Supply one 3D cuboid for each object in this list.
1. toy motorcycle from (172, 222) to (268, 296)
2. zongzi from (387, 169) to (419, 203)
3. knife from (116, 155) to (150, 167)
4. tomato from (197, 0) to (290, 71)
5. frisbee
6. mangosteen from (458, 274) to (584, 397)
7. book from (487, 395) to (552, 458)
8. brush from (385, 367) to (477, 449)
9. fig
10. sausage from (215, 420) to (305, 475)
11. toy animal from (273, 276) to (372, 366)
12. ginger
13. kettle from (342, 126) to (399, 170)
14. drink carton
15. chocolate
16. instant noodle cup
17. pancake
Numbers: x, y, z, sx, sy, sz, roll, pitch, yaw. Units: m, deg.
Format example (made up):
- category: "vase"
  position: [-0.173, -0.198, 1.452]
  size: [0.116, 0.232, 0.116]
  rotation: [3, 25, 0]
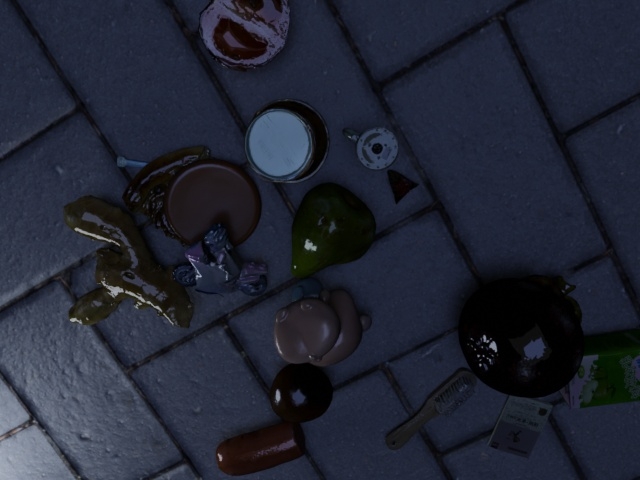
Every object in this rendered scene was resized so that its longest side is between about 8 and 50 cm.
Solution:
- category: "toy motorcycle"
  position: [-0.245, 0.049, 1.241]
  size: [0.239, 0.108, 0.204]
  rotation: [1, 122, -24]
- category: "zongzi"
  position: [0.214, -0.142, 1.237]
  size: [0.073, 0.067, 0.083]
  rotation: [-24, 119, -4]
- category: "knife"
  position: [-0.484, -0.201, 1.272]
  size: [0.096, 0.010, 0.027]
  rotation: [8, 102, -1]
- category: "tomato"
  position: [-0.169, -0.508, 1.136]
  size: [0.199, 0.112, 0.228]
  rotation: [29, 102, -11]
- category: "frisbee"
  position: [-0.278, -0.086, 1.256]
  size: [0.251, 0.021, 0.251]
  rotation: [-3, 111, -8]
- category: "mangosteen"
  position: [0.494, 0.233, 1.197]
  size: [0.297, 0.313, 0.297]
  rotation: [2, 93, 39]
- category: "book"
  position: [0.564, 0.525, 1.378]
  size: [0.127, 0.014, 0.181]
  rotation: [18, 102, -2]
- category: "brush"
  position: [0.309, 0.487, 1.360]
  size: [0.070, 0.065, 0.327]
  rotation: [43, 102, -9]
- category: "fig"
  position: [0.000, 0.000, 1.211]
  size: [0.206, 0.206, 0.275]
  rotation: [39, 115, -6]
- category: "sausage"
  position: [-0.175, 0.597, 1.385]
  size: [0.259, 0.113, 0.113]
  rotation: [-20, 101, 6]
- category: "toy animal"
  position: [-0.001, 0.224, 1.230]
  size: [0.210, 0.221, 0.229]
  rotation: [-29, 103, 18]
- category: "ginger"
  position: [-0.499, 0.071, 1.292]
  size: [0.348, 0.122, 0.363]
  rotation: [6, 97, 0]
- category: "kettle"
  position: [0.118, -0.224, 1.166]
  size: [0.127, 0.148, 0.098]
  rotation: [-3, 104, 2]
- category: "drink carton"
  position: [0.754, 0.332, 1.278]
  size: [0.271, 0.108, 0.161]
  rotation: [-9, 104, 4]
- category: "chocolate"
  position: [-0.058, 0.416, 1.324]
  size: [0.177, 0.177, 0.176]
  rotation: [1, 103, 3]
- category: "instant noodle cup"
  position: [-0.086, -0.232, 1.161]
  size: [0.216, 0.172, 0.215]
  rotation: [1, 104, 2]
- category: "pancake"
  position: [-0.375, -0.100, 1.265]
  size: [0.266, 0.057, 0.244]
  rotation: [-19, 102, 5]
